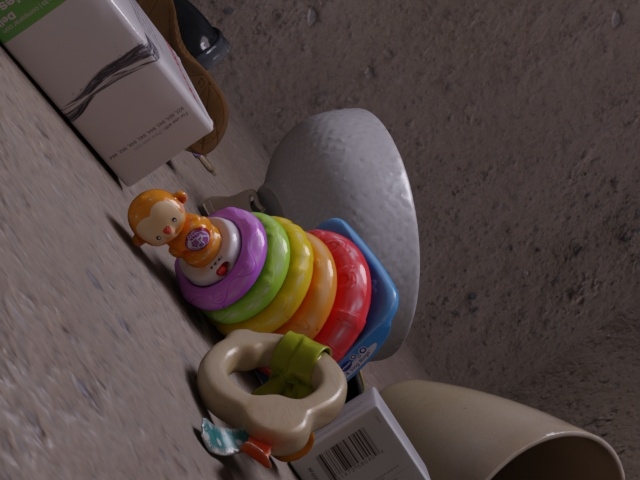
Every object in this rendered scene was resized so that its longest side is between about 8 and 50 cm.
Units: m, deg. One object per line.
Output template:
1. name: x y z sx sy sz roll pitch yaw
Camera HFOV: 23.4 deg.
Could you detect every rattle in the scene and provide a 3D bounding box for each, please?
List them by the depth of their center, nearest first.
1. rattle: -0.054 0.169 1.271 0.130 0.143 0.200 22 28 -11

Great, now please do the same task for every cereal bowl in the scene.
1. cereal bowl: 0.000 0.000 2.028 0.339 0.141 0.339 173 -90 -69

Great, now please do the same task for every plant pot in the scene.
1. plant pot: 0.164 0.277 1.793 0.274 0.256 0.256 33 -15 50

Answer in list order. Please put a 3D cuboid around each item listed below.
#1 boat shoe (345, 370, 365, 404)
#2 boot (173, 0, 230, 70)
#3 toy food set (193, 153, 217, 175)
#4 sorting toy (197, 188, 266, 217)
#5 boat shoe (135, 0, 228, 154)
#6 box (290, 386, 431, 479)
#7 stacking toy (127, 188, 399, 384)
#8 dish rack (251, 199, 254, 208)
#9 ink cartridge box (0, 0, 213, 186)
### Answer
1. boat shoe: -0.010 0.119 1.887 0.228 0.081 0.069 56 -1 -31
2. boot: -0.325 -0.437 2.239 0.445 0.146 0.367 57 -5 -21
3. toy food set: -0.195 -0.153 2.419 0.078 0.019 0.122 57 4 24
4. sorting toy: -0.108 -0.032 2.009 0.045 0.075 0.083 52 5 -43
5. boat shoe: -0.243 -0.247 1.974 0.123 0.123 0.342 12 -32 40
6. box: 0.038 0.214 1.488 0.102 0.101 0.087 57 3 -8
7. stacking toy: -0.077 0.026 1.504 0.302 0.175 0.166 35 14 -46
8. dish rack: -0.008 0.034 2.488 0.271 0.074 0.208 60 -11 -3
9. ink cartridge box: -0.243 -0.215 1.566 0.273 0.114 0.198 53 5 -36
